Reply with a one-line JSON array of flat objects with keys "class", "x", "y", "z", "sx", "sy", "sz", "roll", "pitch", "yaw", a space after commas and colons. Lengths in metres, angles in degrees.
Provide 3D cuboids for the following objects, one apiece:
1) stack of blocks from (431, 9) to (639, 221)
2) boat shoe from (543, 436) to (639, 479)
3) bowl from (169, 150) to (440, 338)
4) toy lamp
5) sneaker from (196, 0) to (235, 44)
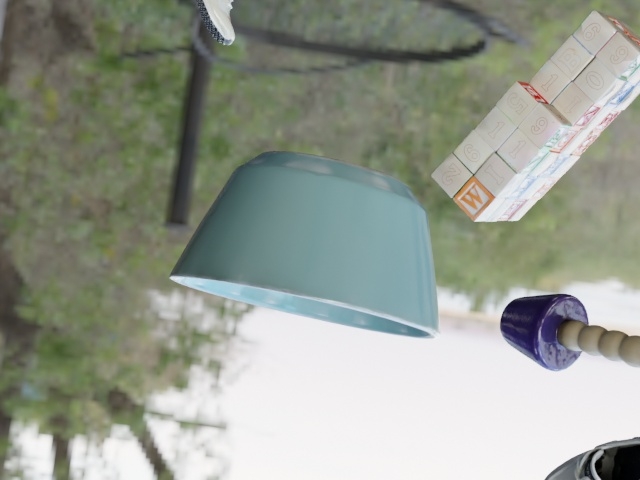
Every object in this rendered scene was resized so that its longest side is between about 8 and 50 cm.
[{"class": "stack of blocks", "x": 0.300, "y": -0.158, "z": 2.082, "sx": 0.087, "sy": 0.297, "sz": 0.171, "roll": 48, "pitch": -160, "yaw": 18}, {"class": "boat shoe", "x": 0.375, "y": 0.300, "z": 2.079, "sx": 0.084, "sy": 0.095, "sz": 0.258, "roll": 21, "pitch": 144, "yaw": -37}, {"class": "bowl", "x": 0.000, "y": 0.000, "z": 1.786, "sx": 0.311, "sy": 0.163, "sz": 0.311, "roll": 13, "pitch": 174, "yaw": 1}, {"class": "toy lamp", "x": 0.280, "y": 0.102, "z": 1.482, "sx": 0.080, "sy": 0.080, "sz": 0.274, "roll": 10, "pitch": -177, "yaw": -40}, {"class": "sneaker", "x": -0.130, "y": -0.336, "z": 2.060, "sx": 0.075, "sy": 0.161, "sz": 0.057, "roll": -22, "pitch": 174, "yaw": -8}]
